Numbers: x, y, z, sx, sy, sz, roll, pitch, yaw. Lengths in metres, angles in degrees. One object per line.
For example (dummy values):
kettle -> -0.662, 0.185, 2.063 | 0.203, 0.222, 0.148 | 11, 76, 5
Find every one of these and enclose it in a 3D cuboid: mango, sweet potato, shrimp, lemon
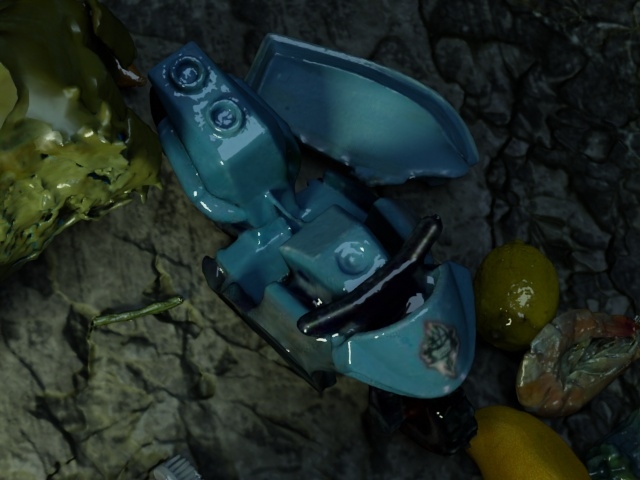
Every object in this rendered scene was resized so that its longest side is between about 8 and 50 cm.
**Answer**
mango -> 0.187, 0.224, 1.149 | 0.098, 0.075, 0.190 | -25, 63, 3
sweet potato -> -0.199, -0.167, 1.237 | 0.095, 0.034, 0.034 | 39, 64, 16
shrimp -> 0.249, 0.101, 1.216 | 0.190, 0.042, 0.101 | -19, 118, -32
lemon -> 0.177, 0.048, 1.216 | 0.082, 0.082, 0.111 | 18, 59, -6

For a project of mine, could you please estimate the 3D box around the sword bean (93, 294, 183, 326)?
sword bean -> -0.157, 0.062, 1.165 | 0.083, 0.012, 0.012 | -14, 72, -21

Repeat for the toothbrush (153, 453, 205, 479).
toothbrush -> -0.018, 0.317, 1.089 | 0.029, 0.024, 0.354 | -34, 79, -32

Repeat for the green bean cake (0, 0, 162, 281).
green bean cake -> -0.274, -0.042, 1.031 | 0.310, 0.202, 0.285 | -21, 73, 2

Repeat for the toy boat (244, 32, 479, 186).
toy boat -> 0.042, -0.117, 1.250 | 0.237, 0.098, 0.109 | 23, 110, -12

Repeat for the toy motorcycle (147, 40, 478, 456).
toy motorcycle -> 0.000, 0.000, 1.107 | 0.172, 0.232, 0.416 | -36, 80, -14

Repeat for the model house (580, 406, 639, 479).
model house -> 0.346, 0.197, 1.129 | 0.194, 0.211, 0.170 | -21, 77, -20
